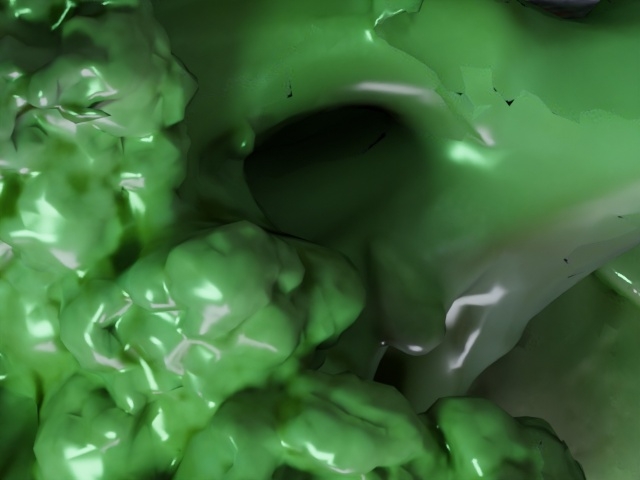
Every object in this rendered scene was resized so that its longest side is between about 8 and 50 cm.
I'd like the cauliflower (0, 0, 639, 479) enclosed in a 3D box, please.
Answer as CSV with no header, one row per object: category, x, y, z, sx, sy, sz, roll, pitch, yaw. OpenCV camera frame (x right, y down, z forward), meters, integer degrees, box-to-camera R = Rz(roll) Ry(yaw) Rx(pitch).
cauliflower,-0.014,0.017,0.573,0.281,0.260,0.327,-20,127,28

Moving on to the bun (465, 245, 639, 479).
bun,0.075,0.009,0.792,0.259,0.259,0.160,3,139,3
